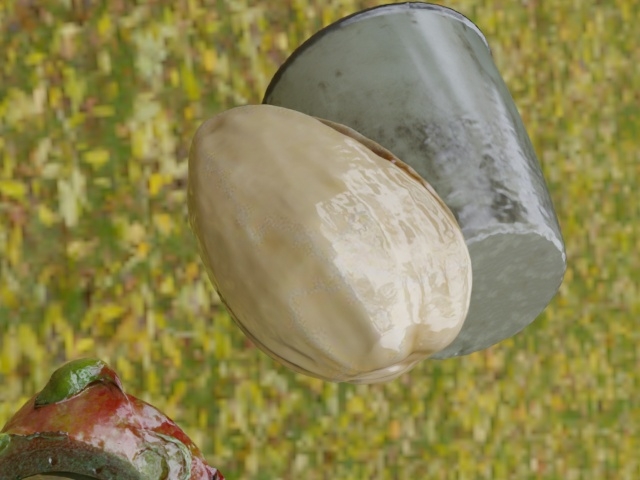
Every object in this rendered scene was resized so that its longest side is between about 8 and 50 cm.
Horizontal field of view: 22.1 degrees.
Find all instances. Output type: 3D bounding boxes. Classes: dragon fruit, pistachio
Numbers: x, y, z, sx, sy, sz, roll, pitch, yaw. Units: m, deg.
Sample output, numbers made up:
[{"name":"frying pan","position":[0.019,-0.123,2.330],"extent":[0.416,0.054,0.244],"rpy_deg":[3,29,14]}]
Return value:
[{"name":"dragon fruit","position":[-0.229,0.258,1.645],"extent":[0.130,0.295,0.268],"rpy_deg":[-68,169,-59]},{"name":"pistachio","position":[0.000,0.000,1.096],"extent":[0.229,0.157,0.157],"rpy_deg":[48,5,27]}]

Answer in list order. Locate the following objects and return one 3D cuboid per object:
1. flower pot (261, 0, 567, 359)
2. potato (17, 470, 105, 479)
[{"name":"flower pot","position":[0.120,-0.057,1.836],"extent":[0.330,0.293,0.293],"rpy_deg":[64,4,38]},{"name":"potato","position":[-0.202,0.278,1.392],"extent":[0.228,0.197,0.148],"rpy_deg":[-150,-107,-70]}]
